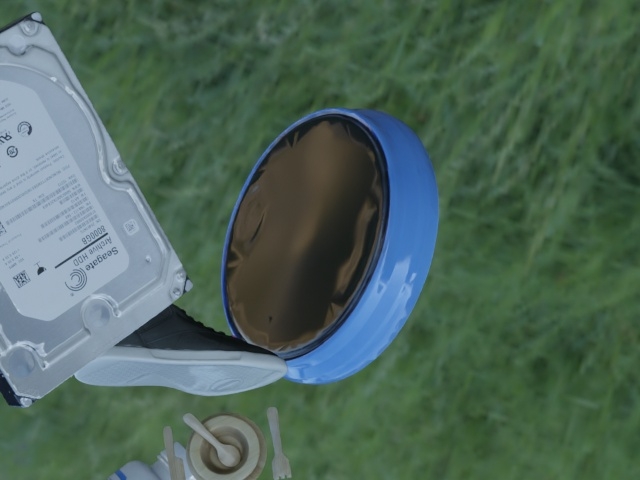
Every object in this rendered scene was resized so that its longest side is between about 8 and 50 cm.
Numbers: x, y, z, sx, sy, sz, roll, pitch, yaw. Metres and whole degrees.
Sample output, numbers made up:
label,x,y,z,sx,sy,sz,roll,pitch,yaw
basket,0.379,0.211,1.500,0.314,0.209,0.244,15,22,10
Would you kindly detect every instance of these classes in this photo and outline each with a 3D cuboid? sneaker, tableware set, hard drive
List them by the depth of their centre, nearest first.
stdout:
label,x,y,z,sx,sy,sz,roll,pitch,yaw
hard drive,-0.304,-0.032,1.594,0.064,0.237,0.339,-3,118,57
tableware set,-0.092,0.272,1.640,0.128,0.194,0.039,-11,160,-1
sneaker,-0.172,0.105,1.922,0.296,0.147,0.104,9,146,-34

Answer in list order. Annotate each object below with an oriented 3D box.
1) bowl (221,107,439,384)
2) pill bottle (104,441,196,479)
label,x,y,z,sx,sy,sz,roll,pitch,yaw
bowl,0.000,0.000,2.137,0.077,0.391,0.391,19,163,-37
pill bottle,-0.242,0.357,1.971,0.124,0.221,0.124,50,166,17
